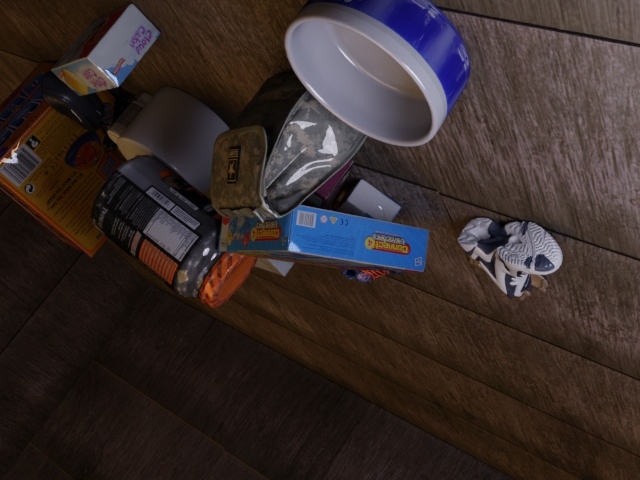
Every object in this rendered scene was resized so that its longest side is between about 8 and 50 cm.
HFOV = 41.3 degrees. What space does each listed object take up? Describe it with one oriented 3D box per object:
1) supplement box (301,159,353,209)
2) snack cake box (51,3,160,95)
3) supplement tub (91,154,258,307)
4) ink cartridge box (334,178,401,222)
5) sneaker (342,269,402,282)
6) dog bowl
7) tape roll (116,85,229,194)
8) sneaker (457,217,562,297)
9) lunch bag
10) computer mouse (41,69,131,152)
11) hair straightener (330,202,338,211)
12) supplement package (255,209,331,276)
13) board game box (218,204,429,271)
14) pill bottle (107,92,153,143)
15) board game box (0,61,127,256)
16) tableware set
[{"bbox_3d":[-0.002,-0.116,1.787,0.080,0.104,0.188,34,162,4],"label":"supplement box"},{"bbox_3d":[-0.463,-0.402,1.819,0.089,0.152,0.264,44,161,-27],"label":"snack cake box"},{"bbox_3d":[-0.313,-0.017,1.854,0.338,0.207,0.207,37,163,12],"label":"supplement tub"},{"bbox_3d":[0.091,-0.058,1.836,0.104,0.062,0.181,35,163,-4],"label":"ink cartridge box"},{"bbox_3d":[0.128,0.066,2.051,0.083,0.087,0.221,41,162,-20],"label":"sneaker"},{"bbox_3d":[0.082,-0.263,1.245,0.265,0.104,0.265,31,162,11],"label":"dog bowl"},{"bbox_3d":[-0.339,-0.223,2.029,0.246,0.169,0.246,33,162,12],"label":"tape roll"},{"bbox_3d":[0.368,0.044,1.538,0.153,0.094,0.235,44,161,-30],"label":"sneaker"},{"bbox_3d":[-0.072,-0.159,1.499,0.169,0.287,0.235,43,162,-23],"label":"lunch bag"},{"bbox_3d":[-0.558,-0.356,2.090,0.060,0.184,0.262,-7,146,33],"label":"computer mouse"},{"bbox_3d":[0.018,-0.049,1.938,0.230,0.089,0.047,46,159,-21],"label":"hair straightener"},{"bbox_3d":[-0.126,-0.054,2.017,0.194,0.203,0.149,15,153,47],"label":"supplement package"},{"bbox_3d":[0.000,0.000,1.682,0.308,0.086,0.302,10,174,-30],"label":"board game box"},{"bbox_3d":[-0.458,-0.296,2.111,0.078,0.137,0.078,32,163,11],"label":"pill bottle"},{"bbox_3d":[-0.699,-0.231,2.328,0.356,0.356,0.356,19,157,52],"label":"board game box"},{"bbox_3d":[0.372,0.063,1.701,0.168,0.020,0.141,34,163,5],"label":"tableware set"}]
